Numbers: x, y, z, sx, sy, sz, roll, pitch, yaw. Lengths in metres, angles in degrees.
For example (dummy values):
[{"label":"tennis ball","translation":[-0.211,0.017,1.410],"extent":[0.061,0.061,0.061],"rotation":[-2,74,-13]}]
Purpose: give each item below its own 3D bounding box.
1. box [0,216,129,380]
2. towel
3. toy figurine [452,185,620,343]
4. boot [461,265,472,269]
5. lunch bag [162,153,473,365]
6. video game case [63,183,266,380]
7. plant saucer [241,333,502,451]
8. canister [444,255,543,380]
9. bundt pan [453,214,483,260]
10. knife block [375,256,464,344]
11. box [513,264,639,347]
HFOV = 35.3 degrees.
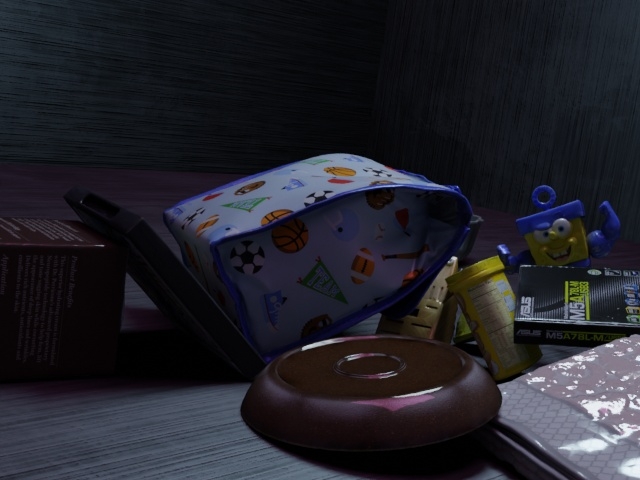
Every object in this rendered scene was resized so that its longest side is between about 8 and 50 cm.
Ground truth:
[{"label":"box","translation":[-0.368,0.067,1.234],"extent":[0.203,0.168,0.167],"rotation":[2,11,-37]},{"label":"towel","translation":[0.361,0.204,1.154],"extent":[0.317,0.053,0.332],"rotation":[-14,18,-22]},{"label":"toy figurine","translation":[0.371,0.021,1.655],"extent":[0.363,0.217,0.191],"rotation":[-18,0,20]},{"label":"boot","translation":[0.344,0.087,2.236],"extent":[0.106,0.037,0.114],"rotation":[10,13,26]},{"label":"lunch bag","translation":[0.000,0.000,1.534],"extent":[0.385,0.239,0.328],"rotation":[-25,20,-16]},{"label":"video game case","translation":[-0.212,0.053,1.347],"extent":[0.275,0.035,0.248],"rotation":[54,-17,-30]},{"label":"plant saucer","translation":[0.059,0.168,1.199],"extent":[0.311,0.050,0.310],"rotation":[-2,11,0]},{"label":"canister","translation":[0.264,0.116,1.515],"extent":[0.073,0.170,0.126],"rotation":[-27,-8,23]},{"label":"bundt pan","translation":[0.237,-0.021,2.527],"extent":[0.331,0.124,0.331],"rotation":[8,8,-1]},{"label":"knife block","translation":[0.168,0.140,1.637],"extent":[0.088,0.242,0.275],"rotation":[10,54,17]},{"label":"box","translation":[0.376,0.093,1.456],"extent":[0.184,0.045,0.190],"rotation":[4,24,13]}]
